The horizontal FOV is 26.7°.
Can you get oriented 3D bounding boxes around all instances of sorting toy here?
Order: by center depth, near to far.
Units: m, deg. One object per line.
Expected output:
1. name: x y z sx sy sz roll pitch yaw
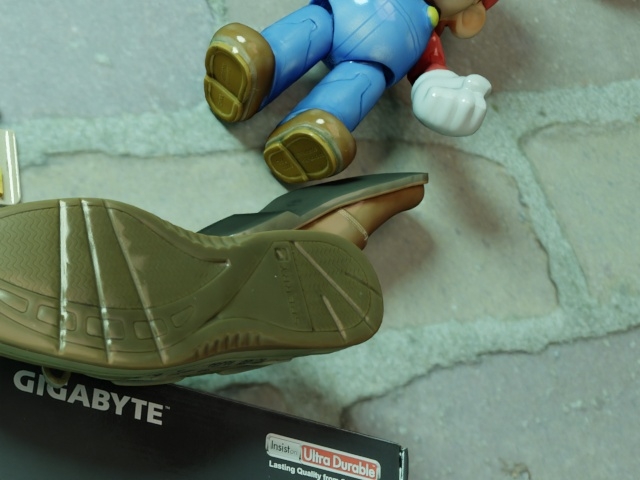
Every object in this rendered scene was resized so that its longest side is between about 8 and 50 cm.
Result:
1. sorting toy: -0.228 -0.064 0.878 0.062 0.012 0.083 4 63 -31

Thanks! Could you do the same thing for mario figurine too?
1. mario figurine: 0.057 -0.195 1.029 0.320 0.170 0.198 -48 130 -33

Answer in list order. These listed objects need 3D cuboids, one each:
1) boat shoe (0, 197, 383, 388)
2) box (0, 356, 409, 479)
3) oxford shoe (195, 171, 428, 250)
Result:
1. boat shoe: -0.097 0.043 0.800 0.285 0.089 0.104 8 63 -33
2. box: -0.089 0.229 0.773 0.296 0.073 0.293 20 57 -24
3. oxford shoe: 0.000 0.000 0.967 0.212 0.076 0.076 -24 105 -36
